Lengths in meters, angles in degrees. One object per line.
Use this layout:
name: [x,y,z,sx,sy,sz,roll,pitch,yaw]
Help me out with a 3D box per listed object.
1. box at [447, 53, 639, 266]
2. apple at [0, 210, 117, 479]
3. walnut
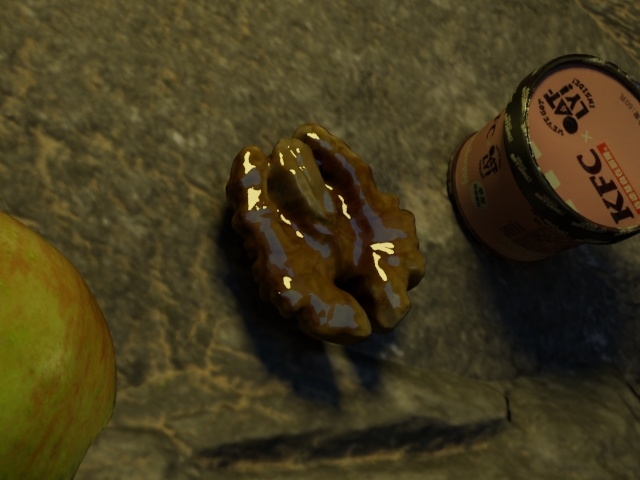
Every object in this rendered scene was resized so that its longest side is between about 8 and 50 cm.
box: [0.187,-0.056,1.432,0.151,0.135,0.151,11,67,-27]
apple: [-0.244,0.099,1.024,0.246,0.246,0.226,25,44,-21]
walnut: [0.000,0.000,1.332,0.143,0.069,0.170,-21,79,-35]
